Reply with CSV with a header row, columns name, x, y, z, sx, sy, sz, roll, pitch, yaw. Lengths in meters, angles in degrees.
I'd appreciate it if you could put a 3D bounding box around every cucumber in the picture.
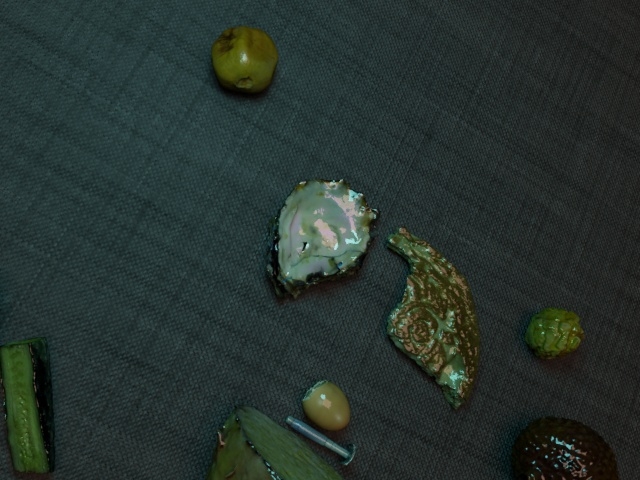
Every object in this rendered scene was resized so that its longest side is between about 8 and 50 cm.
name,x,y,z,sx,sy,sz,roll,pitch,yaw
cucumber,-0.464,0.267,1.026,0.078,0.062,0.211,-10,89,16

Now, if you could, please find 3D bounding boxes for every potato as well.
name,x,y,z,sx,sy,sz,roll,pitch,yaw
potato,-0.094,0.457,1.014,0.237,0.289,0.301,-51,126,-1

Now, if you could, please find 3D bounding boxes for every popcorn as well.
name,x,y,z,sx,sy,sz,roll,pitch,yaw
popcorn,0.480,0.195,1.295,0.116,0.121,0.106,15,110,-7

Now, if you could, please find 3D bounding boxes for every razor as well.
name,x,y,z,sx,sy,sz,roll,pitch,yaw
razor,-0.003,0.358,1.152,0.135,0.068,0.040,31,71,2

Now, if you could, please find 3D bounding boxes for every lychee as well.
name,x,y,z,sx,sy,sz,roll,pitch,yaw
lychee,0.458,0.436,1.202,0.238,0.200,0.200,-2,80,-33

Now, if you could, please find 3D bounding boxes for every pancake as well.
name,x,y,z,sx,sy,sz,roll,pitch,yaw
pancake,0.213,0.154,1.254,0.197,0.054,0.377,-11,81,-20

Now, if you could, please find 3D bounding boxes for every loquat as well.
name,x,y,z,sx,sy,sz,roll,pitch,yaw
loquat,-0.144,-0.347,1.206,0.137,0.113,0.137,4,66,-8

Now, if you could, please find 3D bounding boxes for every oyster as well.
name,x,y,z,sx,sy,sz,roll,pitch,yaw
oyster,-0.002,0.001,1.200,0.198,0.092,0.260,33,63,-9

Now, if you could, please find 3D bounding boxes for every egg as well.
name,x,y,z,sx,sy,sz,roll,pitch,yaw
egg,0.013,0.303,1.147,0.080,0.080,0.096,-36,88,-19
